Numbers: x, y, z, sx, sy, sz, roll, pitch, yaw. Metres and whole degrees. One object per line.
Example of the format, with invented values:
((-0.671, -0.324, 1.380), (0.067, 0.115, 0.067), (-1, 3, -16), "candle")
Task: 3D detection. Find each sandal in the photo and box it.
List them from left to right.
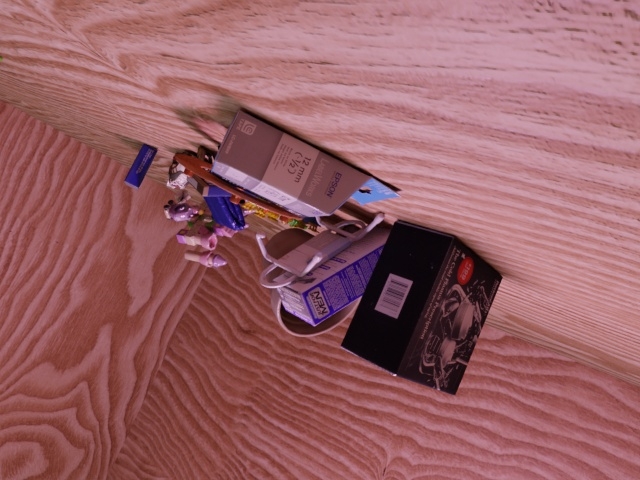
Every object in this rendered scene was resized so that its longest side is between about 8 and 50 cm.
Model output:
((-0.343, -0.235, 1.674), (0.049, 0.072, 0.180), (4, 175, -14), "sandal")

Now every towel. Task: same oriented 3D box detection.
((-0.358, -0.153, 2.020), (0.227, 0.076, 0.308), (64, 163, -18), "towel")

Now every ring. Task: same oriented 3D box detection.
((-0.195, -0.121, 1.355), (0.337, 0.032, 0.336), (26, -173, -3), "ring")

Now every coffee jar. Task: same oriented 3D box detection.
((0.098, -0.001, 1.859), (0.096, 0.079, 0.184), (32, 175, -4), "coffee jar")

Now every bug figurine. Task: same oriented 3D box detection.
((-0.133, -0.101, 1.939), (0.279, 0.072, 0.216), (16, 176, 35), "bug figurine")

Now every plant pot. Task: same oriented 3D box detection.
((-0.052, 0.109, 1.878), (0.323, 0.323, 0.280), (29, -167, -42), "plant pot")

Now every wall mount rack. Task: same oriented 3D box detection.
((0.000, 0.000, 1.467), (0.304, 0.350, 0.130), (22, 137, 49), "wall mount rack")

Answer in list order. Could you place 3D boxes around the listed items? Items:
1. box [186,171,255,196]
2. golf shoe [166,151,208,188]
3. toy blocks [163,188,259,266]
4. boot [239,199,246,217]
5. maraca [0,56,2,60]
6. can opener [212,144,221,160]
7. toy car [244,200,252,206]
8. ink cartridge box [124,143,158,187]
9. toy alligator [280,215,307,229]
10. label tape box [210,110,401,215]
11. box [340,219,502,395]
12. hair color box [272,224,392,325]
((-0.260, -0.164, 1.644), (0.225, 0.036, 0.136), (0, -156, -34), "box")
((-0.443, -0.225, 1.882), (0.105, 0.120, 0.273), (29, 172, -25), "golf shoe")
((-0.411, -0.078, 2.271), (0.260, 0.288, 0.309), (10, 136, 22), "toy blocks")
((-0.392, -0.186, 2.434), (0.219, 0.082, 0.106), (34, 148, -13), "boot")
((-1.007, -0.525, 1.593), (0.186, 0.099, 0.127), (-5, -166, -43), "maraca")
((-0.258, -0.207, 1.530), (0.073, 0.059, 0.186), (24, 175, 8), "can opener")
((-0.247, -0.156, 2.232), (0.122, 0.060, 0.040), (7, 127, 9), "toy car")
((-0.703, -0.285, 2.207), (0.065, 0.165, 0.333), (28, 173, -19), "ink cartridge box")
((-0.132, -0.097, 2.129), (0.190, 0.056, 0.051), (25, -145, -8), "toy alligator")
((-0.044, -0.118, 1.154), (0.348, 0.115, 0.249), (27, 175, -12), "label tape box")
((0.264, 0.174, 1.411), (0.179, 0.343, 0.312), (19, 173, 42), "box")
((0.062, 0.084, 1.526), (0.185, 0.339, 0.110), (15, 129, 62), "hair color box")
